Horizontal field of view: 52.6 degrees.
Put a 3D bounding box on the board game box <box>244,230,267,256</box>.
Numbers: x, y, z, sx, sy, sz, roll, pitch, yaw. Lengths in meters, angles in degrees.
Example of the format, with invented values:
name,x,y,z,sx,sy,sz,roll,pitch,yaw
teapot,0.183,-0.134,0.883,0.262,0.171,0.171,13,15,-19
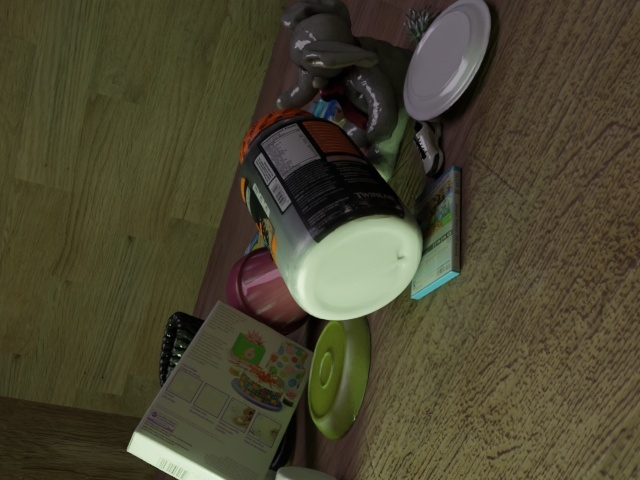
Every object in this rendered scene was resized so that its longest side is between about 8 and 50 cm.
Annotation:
name,x,y,z,sx,sy,sz,roll,pitch,yaw
board game box,-0.166,0.129,1.832,0.253,0.079,0.335,127,152,-54

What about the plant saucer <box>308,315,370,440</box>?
name,x,y,z,sx,sy,sz,roll,pitch,yaw
plant saucer,0.025,0.235,1.171,0.241,0.037,0.240,-165,90,-74

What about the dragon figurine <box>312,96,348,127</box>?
name,x,y,z,sx,sy,sz,roll,pitch,yaw
dragon figurine,0.031,-0.277,1.475,0.289,0.085,0.144,-53,26,38

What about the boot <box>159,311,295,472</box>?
name,x,y,z,sx,sy,sz,roll,pitch,yaw
boot,-0.209,0.325,1.387,0.131,0.260,0.347,-47,43,33

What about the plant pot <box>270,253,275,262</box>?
name,x,y,z,sx,sy,sz,roll,pitch,yaw
plant pot,0.000,0.000,1.222,0.167,0.165,0.166,-167,90,-75

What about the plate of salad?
name,x,y,z,sx,sy,sz,roll,pitch,yaw
plate of salad,0.197,-0.276,1.000,0.200,0.048,0.199,-40,40,46

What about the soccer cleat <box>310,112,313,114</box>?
name,x,y,z,sx,sy,sz,roll,pitch,yaw
soccer cleat,-0.056,-0.263,1.639,0.196,0.068,0.076,121,160,-51

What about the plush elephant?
name,x,y,z,sx,sy,sz,roll,pitch,yaw
plush elephant,0.039,-0.298,1.176,0.271,0.256,0.329,-100,29,-55

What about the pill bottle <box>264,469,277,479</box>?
name,x,y,z,sx,sy,sz,roll,pitch,yaw
pill bottle,-0.097,0.524,1.186,0.208,0.119,0.119,-125,51,-69

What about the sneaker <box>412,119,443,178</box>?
name,x,y,z,sx,sy,sz,roll,pitch,yaw
sneaker,0.164,-0.143,1.009,0.040,0.044,0.109,127,151,-51

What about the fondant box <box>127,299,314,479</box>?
name,x,y,z,sx,sy,sz,roll,pitch,yaw
fondant box,-0.176,0.305,1.246,0.096,0.238,0.330,-59,2,47

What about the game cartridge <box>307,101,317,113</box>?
name,x,y,z,sx,sy,sz,roll,pitch,yaw
game cartridge,-0.015,-0.234,1.678,0.294,0.060,0.196,-98,24,-53

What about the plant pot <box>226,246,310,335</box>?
name,x,y,z,sx,sy,sz,roll,pitch,yaw
plant pot,-0.073,0.091,1.378,0.180,0.201,0.201,-32,44,47

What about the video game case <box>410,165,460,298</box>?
name,x,y,z,sx,sy,sz,roll,pitch,yaw
video game case,0.166,-0.010,0.938,0.119,0.015,0.166,132,148,-60

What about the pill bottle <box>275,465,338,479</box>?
name,x,y,z,sx,sy,sz,roll,pitch,yaw
pill bottle,-0.041,0.483,1.012,0.131,0.131,0.229,171,112,-73

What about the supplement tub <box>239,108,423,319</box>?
name,x,y,z,sx,sy,sz,roll,pitch,yaw
supplement tub,-0.002,-0.057,1.010,0.338,0.207,0.207,59,135,46
